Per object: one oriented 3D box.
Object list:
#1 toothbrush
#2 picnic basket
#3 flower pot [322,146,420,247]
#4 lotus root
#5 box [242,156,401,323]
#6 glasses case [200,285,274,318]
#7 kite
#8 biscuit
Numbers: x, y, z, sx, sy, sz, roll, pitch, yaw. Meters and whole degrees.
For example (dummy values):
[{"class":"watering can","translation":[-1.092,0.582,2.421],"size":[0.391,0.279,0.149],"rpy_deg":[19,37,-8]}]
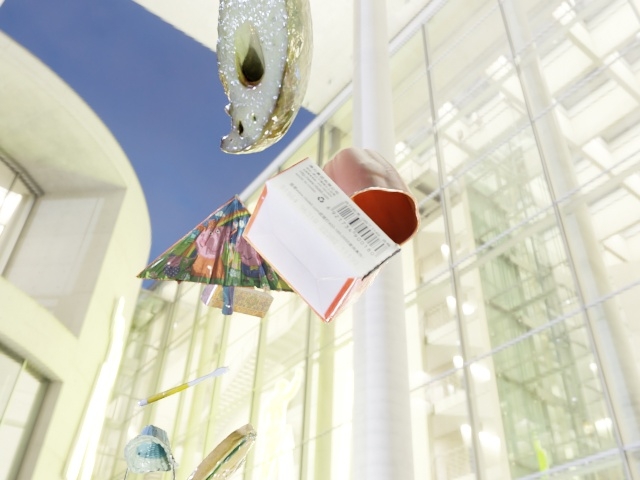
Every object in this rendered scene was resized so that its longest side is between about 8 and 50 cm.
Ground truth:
[{"class":"toothbrush","translation":[-0.368,0.393,1.680],"size":[0.288,0.021,0.024],"rpy_deg":[-24,-21,14]},{"class":"picnic basket","translation":[-0.211,0.275,0.786],"size":[0.065,0.083,0.083],"rpy_deg":[-5,-53,-1]},{"class":"flower pot","translation":[0.079,-0.081,1.207],"size":[0.190,0.173,0.191],"rpy_deg":[-9,-46,-9]},{"class":"lotus root","translation":[-0.072,-0.293,0.996],"size":[0.142,0.210,0.314],"rpy_deg":[15,-50,18]},{"class":"box","translation":[0.000,0.000,0.832],"size":[0.182,0.099,0.133],"rpy_deg":[45,-37,13]},{"class":"glasses case","translation":[-0.242,0.171,1.838],"size":[0.218,0.049,0.075],"rpy_deg":[20,-81,-43]},{"class":"kite","translation":[-0.176,0.024,1.181],"size":[0.321,0.234,0.016],"rpy_deg":[7,-8,-12]},{"class":"biscuit","translation":[-0.306,0.695,1.875],"size":[0.344,0.057,0.287],"rpy_deg":[-48,-19,-3]}]
